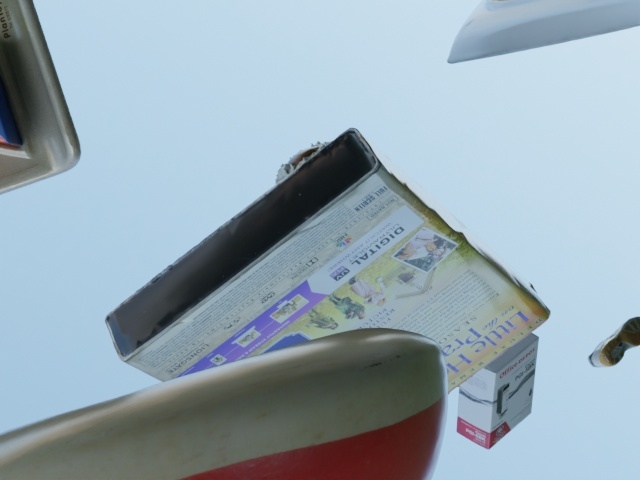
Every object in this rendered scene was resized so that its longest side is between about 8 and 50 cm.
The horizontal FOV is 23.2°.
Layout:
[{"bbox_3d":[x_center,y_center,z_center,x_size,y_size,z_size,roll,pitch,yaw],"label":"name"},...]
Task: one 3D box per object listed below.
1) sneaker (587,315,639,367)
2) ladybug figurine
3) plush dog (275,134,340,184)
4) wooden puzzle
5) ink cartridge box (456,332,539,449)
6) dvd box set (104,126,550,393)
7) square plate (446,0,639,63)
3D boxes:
[{"bbox_3d":[0.315,0.107,1.658,0.083,0.037,0.032,-30,-88,-31],"label":"sneaker"},{"bbox_3d":[-0.084,0.184,1.160,0.449,0.305,0.162,-15,-97,-27],"label":"ladybug figurine"},{"bbox_3d":[0.000,0.000,2.113,0.210,0.225,0.262,48,-166,2],"label":"plush dog"},{"bbox_3d":[-0.442,-0.174,1.545,0.080,0.348,0.322,-16,-93,-79],"label":"wooden puzzle"},{"bbox_3d":[0.228,0.185,2.010,0.056,0.135,0.099,28,-135,32],"label":"ink cartridge box"},{"bbox_3d":[0.025,0.077,1.579,0.420,0.307,0.062,35,-159,-53],"label":"dvd box set"},{"bbox_3d":[0.336,-0.333,1.702,0.049,0.344,0.347,55,-127,-24],"label":"square plate"}]
